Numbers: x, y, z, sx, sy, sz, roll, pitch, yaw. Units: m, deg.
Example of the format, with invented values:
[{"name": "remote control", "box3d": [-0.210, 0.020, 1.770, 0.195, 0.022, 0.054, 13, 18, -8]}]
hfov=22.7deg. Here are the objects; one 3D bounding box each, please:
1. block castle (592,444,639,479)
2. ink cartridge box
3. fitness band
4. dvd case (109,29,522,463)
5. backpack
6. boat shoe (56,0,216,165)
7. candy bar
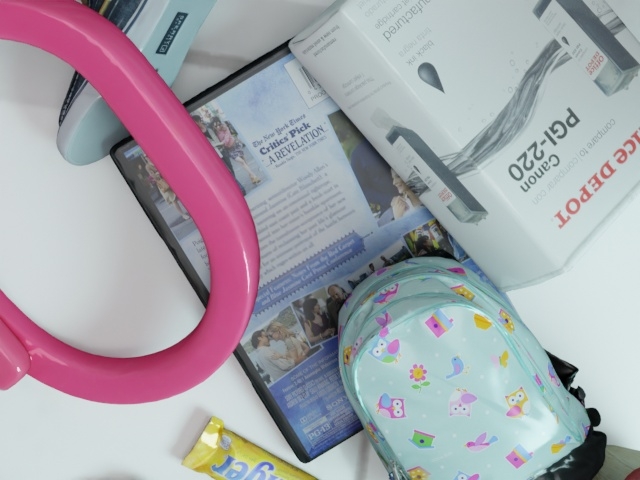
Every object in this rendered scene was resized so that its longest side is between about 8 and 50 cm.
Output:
[{"name": "block castle", "box3d": [0.112, 0.363, 1.018, 0.453, 0.213, 0.303, -30, 97, -3]}, {"name": "ink cartridge box", "box3d": [0.114, -0.099, 1.021, 0.158, 0.092, 0.218, -45, 99, -23]}, {"name": "fitness band", "box3d": [-0.166, -0.021, 1.008, 0.209, 0.054, 0.291, -32, 104, 16]}, {"name": "dvd case", "box3d": [0.000, 0.000, 1.068, 0.180, 0.022, 0.253, -31, 100, -2]}, {"name": "backpack", "box3d": [0.089, 0.096, 1.022, 0.152, 0.115, 0.182, -32, 104, 1]}, {"name": "boat shoe", "box3d": [-0.130, -0.141, 1.038, 0.083, 0.065, 0.183, 44, 108, 25]}, {"name": "candy bar", "box3d": [-0.015, 0.174, 1.089, 0.161, 0.018, 0.040, 30, 91, -6]}]
